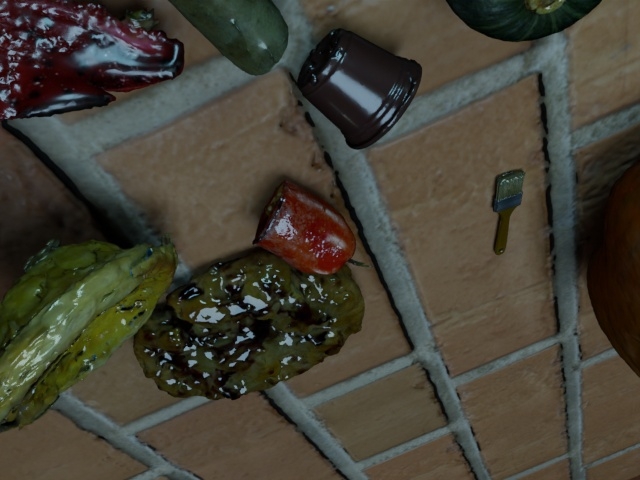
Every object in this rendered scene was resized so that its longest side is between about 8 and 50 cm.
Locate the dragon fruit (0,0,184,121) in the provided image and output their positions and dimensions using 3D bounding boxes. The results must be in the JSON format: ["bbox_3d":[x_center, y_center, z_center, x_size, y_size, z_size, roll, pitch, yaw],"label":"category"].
[{"bbox_3d":[-0.210,-0.159,0.526,0.192,0.122,0.092,-5,121,-14],"label":"dragon fruit"}]

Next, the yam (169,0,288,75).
[{"bbox_3d":[-0.152,-0.259,0.466,0.083,0.083,0.371,-35,139,16],"label":"yam"}]

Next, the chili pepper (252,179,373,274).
[{"bbox_3d":[0.000,0.000,0.798,0.192,0.084,0.086,29,136,-35],"label":"chili pepper"}]

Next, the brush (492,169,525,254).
[{"bbox_3d":[0.267,-0.034,0.919,0.043,0.014,0.169,-17,140,-6],"label":"brush"}]

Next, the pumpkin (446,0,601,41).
[{"bbox_3d":[0.191,-0.257,0.570,0.167,0.125,0.167,3,143,2],"label":"pumpkin"}]

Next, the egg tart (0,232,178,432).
[{"bbox_3d":[-0.278,0.081,0.703,0.107,0.291,0.290,42,118,2],"label":"egg tart"}]

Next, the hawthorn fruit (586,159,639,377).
[{"bbox_3d":[0.599,0.066,0.848,0.472,0.471,0.471,-11,137,-10],"label":"hawthorn fruit"}]

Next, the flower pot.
[{"bbox_3d":[0.031,-0.160,0.639,0.089,0.111,0.111,32,118,-24],"label":"flower pot"}]

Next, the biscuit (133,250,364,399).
[{"bbox_3d":[-0.093,0.136,0.908,0.334,0.081,0.289,-15,139,-8],"label":"biscuit"}]
